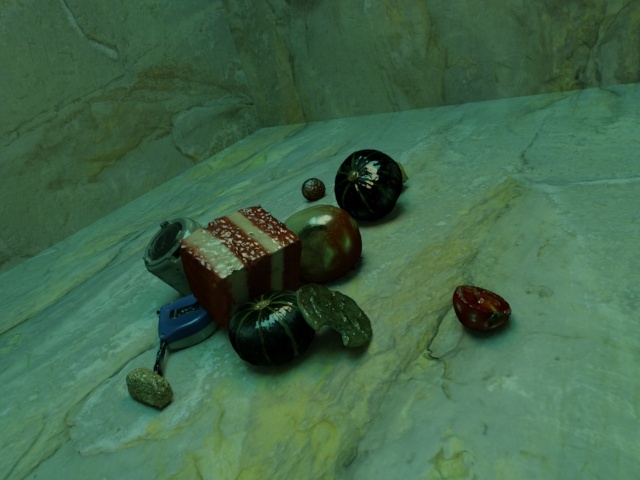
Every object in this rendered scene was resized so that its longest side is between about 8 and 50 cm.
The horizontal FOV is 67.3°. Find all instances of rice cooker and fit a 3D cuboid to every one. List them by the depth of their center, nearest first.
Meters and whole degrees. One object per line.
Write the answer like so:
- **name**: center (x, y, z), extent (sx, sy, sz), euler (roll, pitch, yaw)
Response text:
- **rice cooker**: center (-0.489, 0.075, 1.812), extent (0.264, 0.316, 0.316), euler (-53, 36, -12)

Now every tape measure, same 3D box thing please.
- **tape measure**: center (-0.438, 0.295, 1.562), extent (0.215, 0.098, 0.351), euler (-20, 28, -5)

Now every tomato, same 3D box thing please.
- **tomato**: center (0.416, 0.188, 1.267), extent (0.159, 0.091, 0.139), euler (2, 28, -25)
- **tomato**: center (0.000, 0.000, 1.713), extent (0.303, 0.239, 0.303), euler (-17, 26, 9)

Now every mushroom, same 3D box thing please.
- **mushroom**: center (-0.034, -0.254, 2.406), extent (0.126, 0.109, 0.085), euler (-45, 39, -17)

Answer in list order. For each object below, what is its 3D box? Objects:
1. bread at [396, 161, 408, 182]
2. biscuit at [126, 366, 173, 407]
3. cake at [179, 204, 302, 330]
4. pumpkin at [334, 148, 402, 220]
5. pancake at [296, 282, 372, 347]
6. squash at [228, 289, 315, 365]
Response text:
- **bread**: center (0.282, -0.292, 2.251), extent (0.179, 0.133, 0.250), euler (-35, 30, -32)
- **biscuit**: center (-0.486, 0.416, 1.365), extent (0.168, 0.082, 0.070), euler (2, 20, 42)
- **cake**: center (-0.260, 0.086, 1.563), extent (0.319, 0.270, 0.269), euler (-27, 47, -34)
- **pumpkin**: center (0.189, -0.236, 2.005), extent (0.315, 0.238, 0.315), euler (-15, 61, 29)
- **pancake**: center (0.039, 0.206, 1.356), extent (0.253, 0.037, 0.254), euler (27, 21, -12)
- **squash**: center (-0.139, 0.249, 1.388), extent (0.252, 0.165, 0.252), euler (-17, 22, 7)
